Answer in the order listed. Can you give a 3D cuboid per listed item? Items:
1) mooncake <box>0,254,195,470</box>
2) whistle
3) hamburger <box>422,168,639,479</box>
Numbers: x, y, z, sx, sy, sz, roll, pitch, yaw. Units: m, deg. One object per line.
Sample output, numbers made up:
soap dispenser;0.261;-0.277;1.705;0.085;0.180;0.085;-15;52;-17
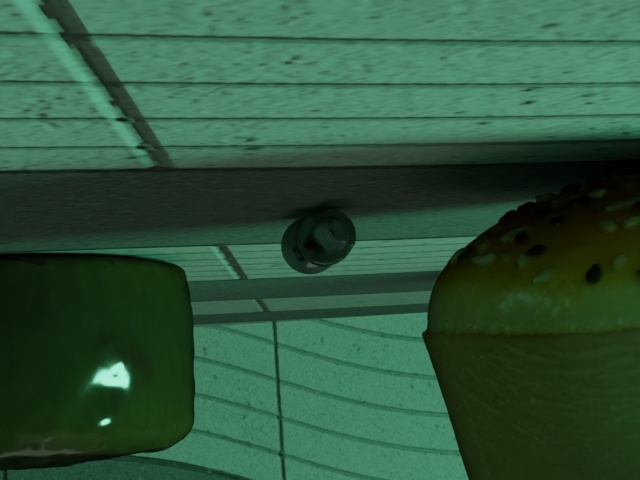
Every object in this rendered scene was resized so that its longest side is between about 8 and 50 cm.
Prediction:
mooncake;-0.232;0.096;1.141;0.285;0.155;0.284;-2;175;0
whistle;0.000;0.000;0.874;0.035;0.035;0.100;-3;174;-13
hamburger;0.197;0.048;0.746;0.300;0.176;0.300;-2;176;0
